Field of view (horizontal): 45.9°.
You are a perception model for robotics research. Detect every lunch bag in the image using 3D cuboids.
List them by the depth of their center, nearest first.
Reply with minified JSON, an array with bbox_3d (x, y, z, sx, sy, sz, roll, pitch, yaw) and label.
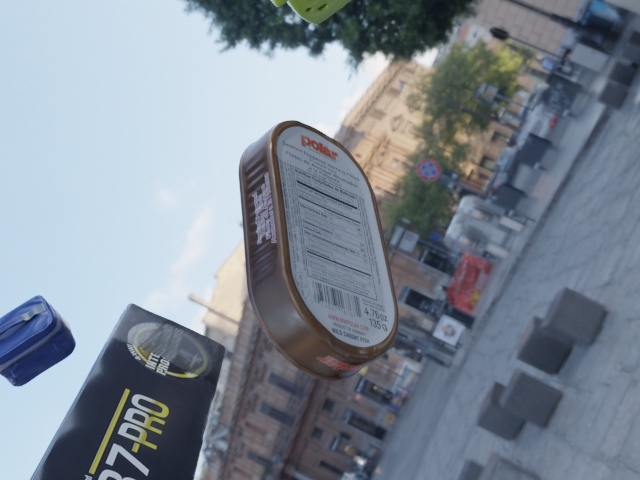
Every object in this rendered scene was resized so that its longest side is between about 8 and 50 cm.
[{"bbox_3d":[-0.341,0.114,0.864,0.098,0.067,0.065,-34,-47,-11],"label":"lunch bag"}]

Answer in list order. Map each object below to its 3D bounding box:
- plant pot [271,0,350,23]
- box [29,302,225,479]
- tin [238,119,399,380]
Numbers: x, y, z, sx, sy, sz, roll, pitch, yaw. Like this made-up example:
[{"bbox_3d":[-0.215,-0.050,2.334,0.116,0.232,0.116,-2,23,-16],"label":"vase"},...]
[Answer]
[{"bbox_3d":[-0.017,-0.463,1.062,0.228,0.227,0.207,-34,-1,25],"label":"plant pot"},{"bbox_3d":[-0.196,0.279,0.493,0.394,0.097,0.318,-61,7,20],"label":"box"},{"bbox_3d":[0.000,0.000,0.504,0.040,0.106,0.189,-33,49,32],"label":"tin"}]
